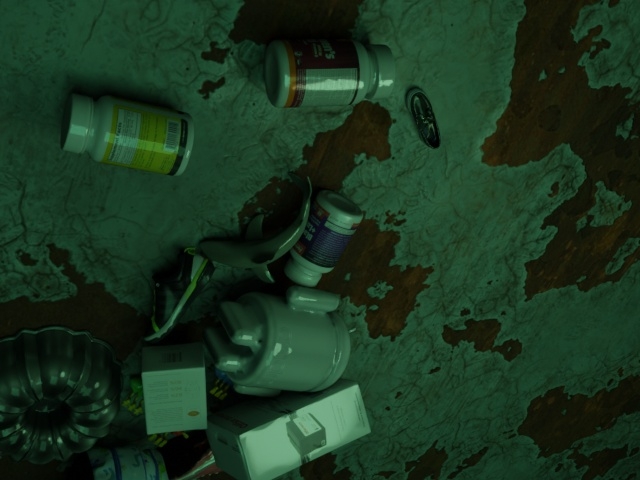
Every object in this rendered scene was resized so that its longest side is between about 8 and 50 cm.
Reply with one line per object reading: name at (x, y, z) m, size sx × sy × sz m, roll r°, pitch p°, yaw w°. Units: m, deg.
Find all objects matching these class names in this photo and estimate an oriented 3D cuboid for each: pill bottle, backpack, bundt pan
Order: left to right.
bundt pan at (-0.571, 0.343, 1.569) m, size 0.331 × 0.124 × 0.330 m, roll -11°, pitch 125°, yaw -16°
backpack at (-0.479, 0.619, 1.687) m, size 0.273 × 0.290 × 0.355 m, roll -5°, pitch 122°, yaw -17°
pill bottle at (-0.338, -0.187, 1.310) m, size 0.208 × 0.119 × 0.119 m, roll 9°, pitch 118°, yaw -26°
pill bottle at (0.000, 0.000, 1.580) m, size 0.108 × 0.108 × 0.193 m, roll 17°, pitch 114°, yaw -30°
pill bottle at (0.016, -0.307, 1.372) m, size 0.221 × 0.121 × 0.121 m, roll -6°, pitch 124°, yaw -19°

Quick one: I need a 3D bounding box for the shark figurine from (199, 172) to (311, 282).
shark figurine at (-0.093, -0.001, 1.513) m, size 0.278 × 0.116 × 0.166 m, roll -37°, pitch 104°, yaw 11°

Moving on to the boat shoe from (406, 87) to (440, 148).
boat shoe at (0.218, -0.250, 1.543) m, size 0.049 × 0.040 × 0.142 m, roll -30°, pitch 128°, yaw -1°

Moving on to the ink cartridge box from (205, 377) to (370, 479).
ink cartridge box at (-0.079, 0.419, 1.695) m, size 0.307 × 0.223 × 0.129 m, roll -17°, pitch 95°, yaw -28°

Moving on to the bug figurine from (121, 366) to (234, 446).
bug figurine at (-0.309, 0.341, 1.707) m, size 0.279 × 0.072 × 0.216 m, roll -37°, pitch 122°, yaw 11°

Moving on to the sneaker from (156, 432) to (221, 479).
sneaker at (-0.271, 0.535, 1.826) m, size 0.314 × 0.116 × 0.136 m, roll -26°, pitch 129°, yaw -4°

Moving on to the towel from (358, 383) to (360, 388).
towel at (0.043, 0.392, 1.902) m, size 0.119 × 0.029 × 0.067 m, roll 5°, pitch 119°, yaw -34°

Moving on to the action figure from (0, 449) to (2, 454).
action figure at (-0.738, 0.492, 1.429) m, size 0.370 × 0.248 × 0.275 m, roll 21°, pitch 125°, yaw 14°

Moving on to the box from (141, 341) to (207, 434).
box at (-0.310, 0.314, 1.592) m, size 0.130 × 0.091 × 0.170 m, roll -3°, pitch 120°, yaw -11°

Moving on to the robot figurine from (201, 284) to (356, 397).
robot figurine at (-0.078, 0.224, 1.627) m, size 0.353 × 0.200 × 0.300 m, roll 13°, pitch 121°, yaw -39°

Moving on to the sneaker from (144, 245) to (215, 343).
sneaker at (-0.314, 0.107, 1.561) m, size 0.097 × 0.084 × 0.234 m, roll 36°, pitch 105°, yaw -11°
